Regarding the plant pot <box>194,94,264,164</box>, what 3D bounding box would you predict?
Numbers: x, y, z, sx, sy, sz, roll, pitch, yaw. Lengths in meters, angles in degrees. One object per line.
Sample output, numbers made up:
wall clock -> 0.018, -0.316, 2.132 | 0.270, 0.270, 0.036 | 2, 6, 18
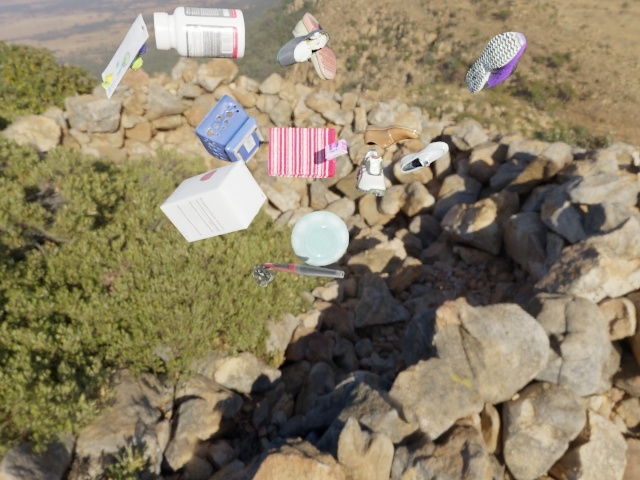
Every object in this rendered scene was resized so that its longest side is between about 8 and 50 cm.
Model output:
plant pot -> -0.406, -0.489, 2.255 | 0.212, 0.236, 0.236 | 35, 79, 16

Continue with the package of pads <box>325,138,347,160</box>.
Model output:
package of pads -> 0.054, -0.325, 1.732 | 0.083, 0.050, 0.032 | -18, -21, 36

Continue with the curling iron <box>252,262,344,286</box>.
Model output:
curling iron -> -0.063, 0.090, 1.289 | 0.274, 0.035, 0.068 | -2, 75, 25

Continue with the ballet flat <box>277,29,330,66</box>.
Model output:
ballet flat -> -0.041, -0.578, 1.447 | 0.074, 0.074, 0.203 | 23, 51, 34

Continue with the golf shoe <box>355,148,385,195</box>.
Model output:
golf shoe -> 0.187, -0.252, 1.804 | 0.105, 0.120, 0.273 | 6, 28, -7

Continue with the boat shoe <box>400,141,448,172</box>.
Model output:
boat shoe -> 0.455, -0.356, 2.132 | 0.228, 0.079, 0.081 | -20, 39, 34

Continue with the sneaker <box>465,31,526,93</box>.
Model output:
sneaker -> 0.643, -0.632, 1.698 | 0.146, 0.102, 0.293 | -15, -9, -17

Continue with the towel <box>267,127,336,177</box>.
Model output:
towel -> -0.073, -0.351, 1.925 | 0.275, 0.198, 0.031 | 2, -2, 6

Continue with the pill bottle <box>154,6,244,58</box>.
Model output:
pill bottle -> -0.453, -0.779, 1.821 | 0.319, 0.176, 0.176 | -4, 32, -15

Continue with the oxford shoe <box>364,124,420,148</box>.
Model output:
oxford shoe -> 0.235, -0.338, 1.602 | 0.212, 0.076, 0.076 | 9, -6, 44

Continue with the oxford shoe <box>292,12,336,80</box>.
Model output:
oxford shoe -> -0.035, -0.901, 2.327 | 0.140, 0.147, 0.396 | 19, 48, -47

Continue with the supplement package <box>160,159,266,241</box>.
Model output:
supplement package -> -0.374, -0.134, 1.706 | 0.293, 0.175, 0.177 | -12, 35, 32

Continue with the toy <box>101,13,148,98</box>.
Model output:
toy -> -0.577, -0.547, 1.466 | 0.056, 0.237, 0.136 | 22, 33, -49

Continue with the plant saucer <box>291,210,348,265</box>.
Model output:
plant saucer -> 0.000, 0.000, 1.610 | 0.195, 0.194, 0.037 | -5, 18, -3
